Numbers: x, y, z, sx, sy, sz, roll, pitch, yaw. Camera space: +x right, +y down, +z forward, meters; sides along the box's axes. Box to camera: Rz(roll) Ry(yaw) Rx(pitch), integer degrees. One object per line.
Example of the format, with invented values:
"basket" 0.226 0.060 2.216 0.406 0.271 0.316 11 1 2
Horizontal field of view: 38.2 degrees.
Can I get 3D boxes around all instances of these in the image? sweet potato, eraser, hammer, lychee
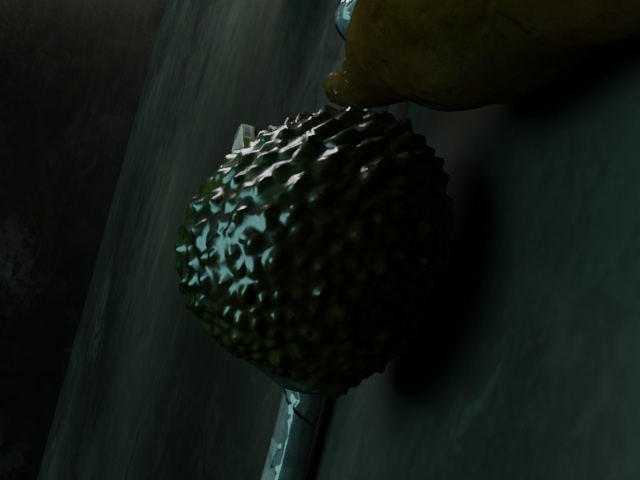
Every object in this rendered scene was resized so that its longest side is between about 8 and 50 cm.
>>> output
"sweet potato" 0.081 -0.123 0.445 0.359 0.112 0.112 -14 64 65
"eraser" -0.086 -0.094 1.050 0.083 0.019 0.038 -99 30 -48
"hammer" 0.009 0.016 0.668 0.152 0.044 0.427 -154 77 -70
"lychee" 0.000 0.000 0.533 0.171 0.171 0.171 -166 90 -72
